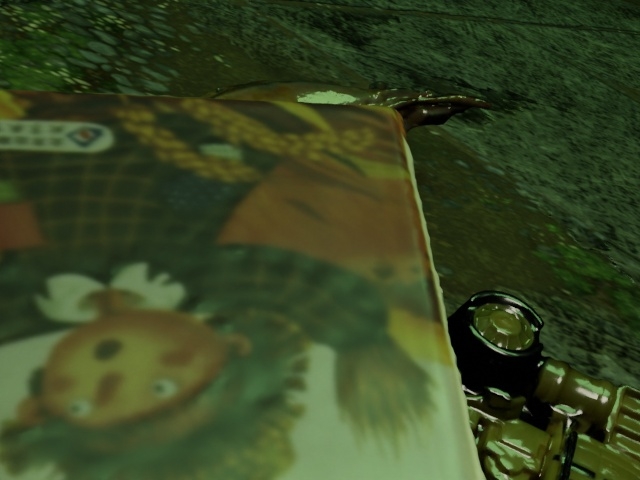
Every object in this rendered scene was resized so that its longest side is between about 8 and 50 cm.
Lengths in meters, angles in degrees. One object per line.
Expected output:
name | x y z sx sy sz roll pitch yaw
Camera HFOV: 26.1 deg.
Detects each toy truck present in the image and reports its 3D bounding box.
toy truck | 0.092 0.116 0.666 0.257 0.127 0.127 21 37 -2

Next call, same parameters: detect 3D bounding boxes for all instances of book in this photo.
book | -0.095 0.098 0.396 0.300 0.039 0.428 1 43 -9

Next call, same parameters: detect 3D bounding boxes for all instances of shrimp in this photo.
shrimp | 0.020 -0.081 1.117 0.262 0.066 0.117 -1 43 -14
